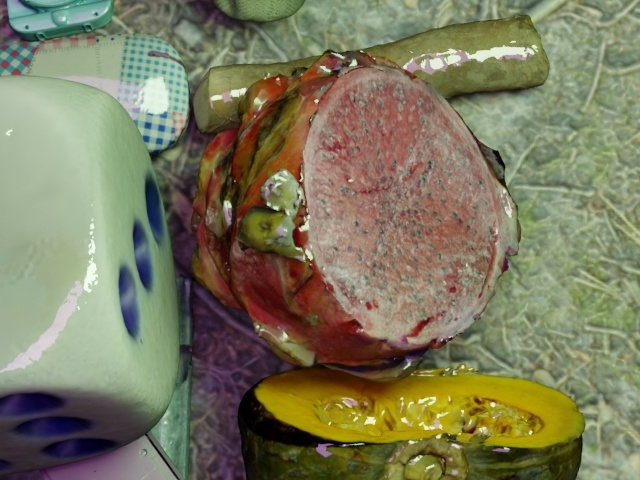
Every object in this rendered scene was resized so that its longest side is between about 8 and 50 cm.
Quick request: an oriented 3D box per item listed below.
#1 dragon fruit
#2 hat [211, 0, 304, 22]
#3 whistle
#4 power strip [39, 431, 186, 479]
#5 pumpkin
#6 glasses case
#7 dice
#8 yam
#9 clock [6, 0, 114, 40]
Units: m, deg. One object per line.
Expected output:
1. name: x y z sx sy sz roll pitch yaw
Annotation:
1. dragon fruit: 0.000 0.000 1.852 0.314 0.263 0.296 42 53 -29
2. hat: -0.060 -0.278 1.945 0.252 0.252 0.110 5 125 1
3. whistle: -0.158 0.189 1.916 0.062 0.062 0.312 2 83 1
4. power strip: -0.232 0.187 1.885 0.109 0.037 0.279 -39 64 -1
5. pumpkin: 0.076 0.242 1.854 0.324 0.242 0.232 6 112 -3
6. glasses case: -0.294 -0.135 1.951 0.327 0.076 0.125 -6 85 0
7. dice: -0.305 0.039 1.794 0.304 0.277 0.304 -10 69 9
8. yam: 0.048 -0.165 1.952 0.356 0.081 0.081 -8 83 -2
9. clock: -0.274 -0.282 1.987 0.108 0.045 0.147 -11 82 -2
